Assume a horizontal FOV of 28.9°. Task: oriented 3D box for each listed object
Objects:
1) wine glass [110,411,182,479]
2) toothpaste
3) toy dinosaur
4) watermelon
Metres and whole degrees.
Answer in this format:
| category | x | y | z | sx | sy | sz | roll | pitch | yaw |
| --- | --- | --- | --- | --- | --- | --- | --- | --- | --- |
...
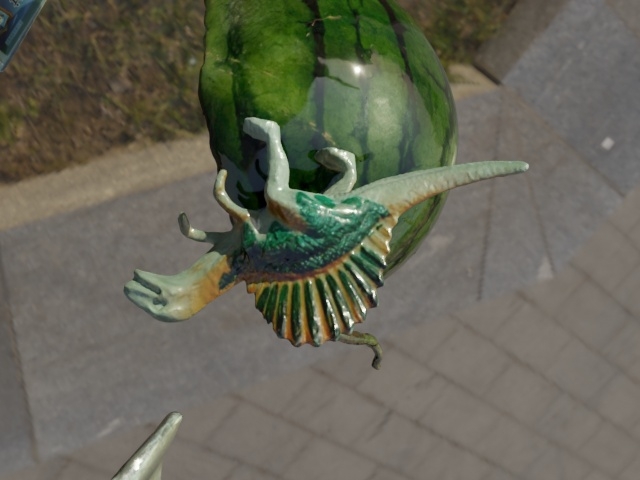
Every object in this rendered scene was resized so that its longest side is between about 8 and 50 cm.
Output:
| category | x | y | z | sx | sy | sz | roll | pitch | yaw |
| --- | --- | --- | --- | --- | --- | --- | --- | --- | --- |
| wine glass | -0.022 | 0.203 | 0.627 | 0.241 | 0.126 | 0.126 | 41 | 98 | -2 |
| toothpaste | -0.404 | -0.433 | 1.851 | 0.392 | 0.099 | 0.061 | -55 | 166 | 2 |
| toy dinosaur | 0.001 | 0.001 | 0.604 | 0.187 | 0.106 | 0.044 | 8 | 164 | 2 |
| watermelon | 0.016 | -0.068 | 0.735 | 0.127 | 0.232 | 0.204 | -19 | 149 | 18 |
